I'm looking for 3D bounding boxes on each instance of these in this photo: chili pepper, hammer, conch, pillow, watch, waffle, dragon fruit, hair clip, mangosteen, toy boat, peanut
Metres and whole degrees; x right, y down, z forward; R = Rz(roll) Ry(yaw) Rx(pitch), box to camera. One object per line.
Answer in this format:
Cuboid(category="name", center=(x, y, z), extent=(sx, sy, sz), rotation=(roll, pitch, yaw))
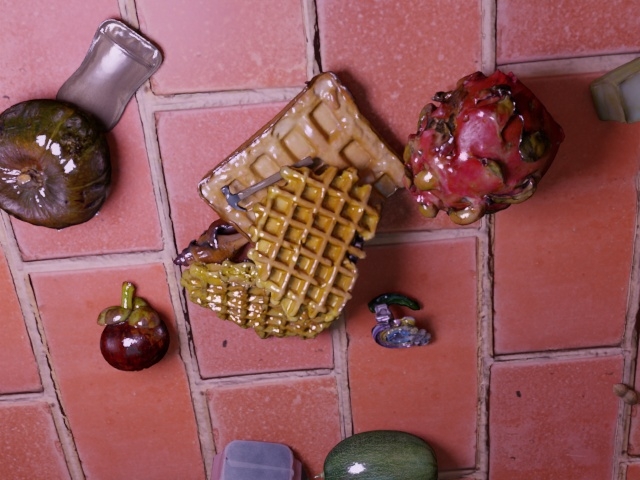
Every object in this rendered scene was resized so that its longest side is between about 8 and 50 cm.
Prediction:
Cuboid(category="chili pepper", center=(0.161, 0.131, 1.752), extent=(0.117, 0.035, 0.055), rotation=(-2, 139, -8))
Cuboid(category="hammer", center=(-0.095, -0.110, 1.524), extent=(0.182, 0.017, 0.062), rotation=(-25, 108, 4))
Cuboid(category="conch", center=(-0.194, -0.007, 1.658), extent=(0.232, 0.080, 0.086), rotation=(-41, 126, -9))
Cuboid(category="pillow", center=(-0.401, -0.305, 1.523), extent=(0.130, 0.033, 0.217), rotation=(32, 113, -20))
Cuboid(category="watch", center=(-0.142, 0.615, 1.937), extent=(0.253, 0.162, 0.241), rotation=(7, 129, -2))
Cuboid(category="waffle", center=(-0.128, 0.121, 1.646), extent=(0.312, 0.060, 0.307), rotation=(32, 147, -29))
Cuboid(category="dragon fruit", center=(0.287, -0.156, 1.486), extent=(0.291, 0.269, 0.250), rotation=(-38, 110, 4))
Cuboid(category="waffle", center=(-0.025, -0.119, 1.576), extent=(0.348, 0.077, 0.304), rotation=(-41, 109, 7))
Cuboid(category="hair clip", center=(0.166, 0.194, 1.761), extent=(0.116, 0.049, 0.172), rotation=(-11, 144, 25))
Cuboid(category="mangosteen", center=(-0.403, 0.191, 1.707), extent=(0.155, 0.146, 0.181), rotation=(-8, 116, 6))
Cuboid(category="toy boat", center=(0.655, -0.307, 1.516), extent=(0.276, 0.084, 0.111), rotation=(-22, 113, 11))
Cuboid(category="peanut", center=(0.708, 0.356, 1.873), extent=(0.083, 0.037, 0.037), rotation=(31, 112, -19))
Cuboid(category="waffle", center=(0.000, 0.000, 1.507), extent=(0.283, 0.065, 0.310), rotation=(-22, 102, -14))

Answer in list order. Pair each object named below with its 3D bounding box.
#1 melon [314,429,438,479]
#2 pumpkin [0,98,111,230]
Cuboid(category="melon", center=(0.129, 0.532, 1.869), extent=(0.287, 0.182, 0.182), rotation=(-2, 116, -3))
Cuboid(category="pumpkin", center=(-0.521, -0.139, 1.509), extent=(0.260, 0.189, 0.260), rotation=(2, 122, 3))
